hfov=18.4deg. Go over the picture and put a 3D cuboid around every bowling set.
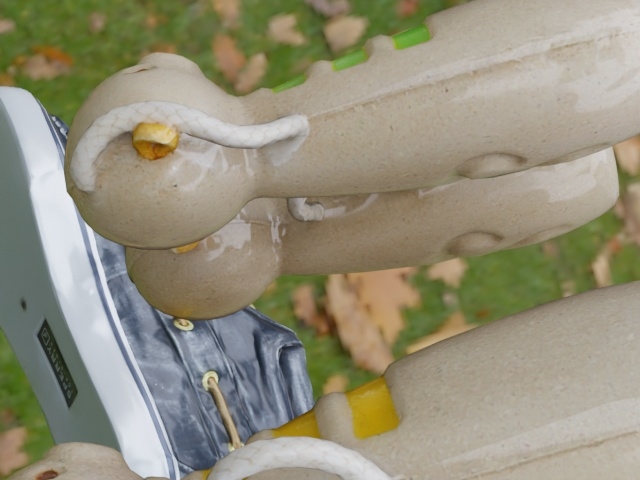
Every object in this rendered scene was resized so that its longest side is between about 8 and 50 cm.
[{"bbox_3d":[0.000,0.000,0.463,0.287,0.154,0.200,79,-3,-74],"label":"bowling set"}]

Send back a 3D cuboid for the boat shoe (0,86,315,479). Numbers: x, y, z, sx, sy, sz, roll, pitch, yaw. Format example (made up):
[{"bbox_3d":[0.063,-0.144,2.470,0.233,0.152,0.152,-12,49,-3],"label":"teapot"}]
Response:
[{"bbox_3d":[-0.065,0.023,0.707,0.083,0.065,0.183,-7,61,-32],"label":"boat shoe"}]
